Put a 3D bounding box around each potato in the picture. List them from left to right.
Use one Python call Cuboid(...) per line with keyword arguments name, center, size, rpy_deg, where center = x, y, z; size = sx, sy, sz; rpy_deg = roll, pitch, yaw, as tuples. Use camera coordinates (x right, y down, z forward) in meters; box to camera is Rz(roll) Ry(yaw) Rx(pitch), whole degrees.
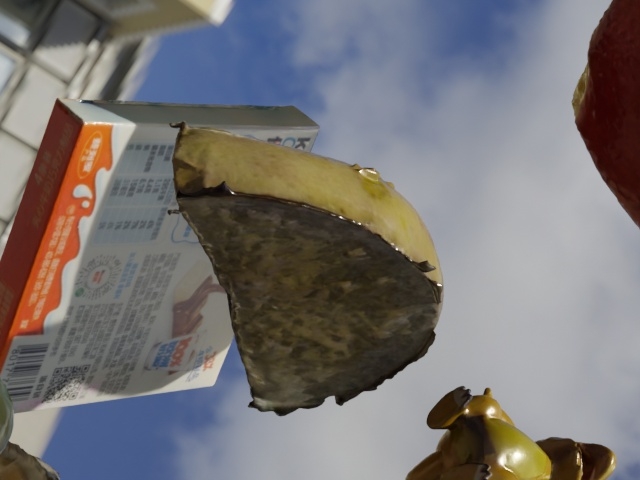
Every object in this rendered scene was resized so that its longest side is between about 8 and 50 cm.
Cuboid(name="potato", center=(0.000, 0.000, 0.989), size=(0.138, 0.243, 0.098), rpy_deg=(-7, -125, 6))

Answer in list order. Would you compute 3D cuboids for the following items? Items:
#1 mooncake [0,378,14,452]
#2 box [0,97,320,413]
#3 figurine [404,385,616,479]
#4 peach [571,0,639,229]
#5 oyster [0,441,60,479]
Cuboid(name="mooncake", center=(-0.314, 0.185, 0.881), size=(0.187, 0.351, 0.351), rpy_deg=(-5, -123, 30))
Cuboid(name="box", center=(-0.146, 0.013, 1.378), size=(0.048, 0.265, 0.273), rpy_deg=(38, -64, 35))
Cuboid(name="figurine", center=(0.147, 0.191, 1.327), size=(0.122, 0.176, 0.121), rpy_deg=(-47, -139, 37))
Cuboid(name="peach", center=(0.367, -0.135, 1.286), size=(0.306, 0.380, 0.242), rpy_deg=(-34, -174, 29))
Cuboid(name="oyster", center=(-0.272, 0.275, 1.429), size=(0.275, 0.100, 0.271), rpy_deg=(-16, -143, 36))
